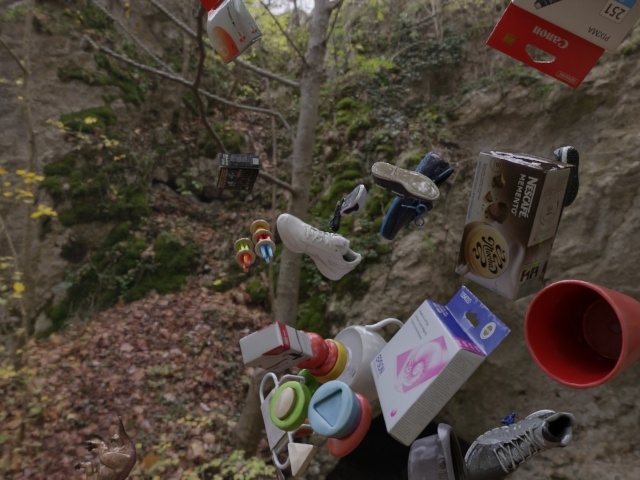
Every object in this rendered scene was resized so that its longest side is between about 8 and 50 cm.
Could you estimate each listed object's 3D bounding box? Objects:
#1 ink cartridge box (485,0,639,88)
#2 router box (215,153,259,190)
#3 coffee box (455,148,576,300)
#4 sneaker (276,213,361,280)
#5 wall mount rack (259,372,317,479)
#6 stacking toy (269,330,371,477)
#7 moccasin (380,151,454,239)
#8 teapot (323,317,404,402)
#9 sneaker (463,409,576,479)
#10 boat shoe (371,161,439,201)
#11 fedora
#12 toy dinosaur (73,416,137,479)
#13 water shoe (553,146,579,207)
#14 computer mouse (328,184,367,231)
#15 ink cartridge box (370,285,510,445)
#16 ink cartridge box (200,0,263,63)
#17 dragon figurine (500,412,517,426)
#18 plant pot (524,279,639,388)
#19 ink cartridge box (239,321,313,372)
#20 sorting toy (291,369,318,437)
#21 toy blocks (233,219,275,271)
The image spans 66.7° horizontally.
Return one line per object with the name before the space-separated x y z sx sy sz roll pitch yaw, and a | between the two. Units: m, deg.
ink cartridge box | 0.629 -0.565 1.265 0.296 0.066 0.261 26 -53 0
router box | -0.203 -0.164 1.180 0.092 0.038 0.122 0 -20 -18
coffee box | 0.428 -0.040 1.093 0.118 0.297 0.168 -12 29 -34
sneaker | 0.000 0.000 1.518 0.305 0.114 0.152 37 -48 -27
wall mount rack | -0.133 0.646 1.674 0.130 0.304 0.350 19 28 -30
stacking toy | -0.039 0.402 1.228 0.130 0.279 0.309 41 11 -37
moccasin | 0.323 -0.139 1.602 0.116 0.342 0.138 33 -6 14
teapot | 0.141 0.387 1.478 0.187 0.253 0.256 25 -42 -24
sneaker | 0.373 0.374 0.898 0.228 0.086 0.132 -27 -23 -12
boat shoe | 0.237 -0.154 1.368 0.206 0.075 0.065 27 -32 20
fedora | 0.295 0.604 1.212 0.124 0.276 0.244 -17 -34 17
toy dinosaur | -0.616 0.695 1.448 0.200 0.296 0.127 16 -20 31
water shoe | 0.807 -0.207 1.615 0.072 0.203 0.080 7 4 -15
computer mouse | 0.086 -0.094 1.357 0.042 0.106 0.193 28 -22 -13
ink cartridge box | 0.256 0.259 1.148 0.071 0.330 0.324 36 8 -7
ink cartridge box | -0.222 -0.506 1.089 0.145 0.045 0.179 -6 -55 55
dragon figurine | 0.546 0.670 1.534 0.144 0.289 0.085 54 -5 -34
plant pot | 0.739 0.242 1.306 0.243 0.275 0.274 2 -6 -33
ink cartridge box | -0.091 0.230 1.036 0.099 0.056 0.135 -28 -32 16
sorting toy | -0.022 0.606 1.933 0.126 0.366 0.127 0 -15 42
toy blocks | -0.167 0.030 1.239 0.054 0.123 0.148 34 17 -31
